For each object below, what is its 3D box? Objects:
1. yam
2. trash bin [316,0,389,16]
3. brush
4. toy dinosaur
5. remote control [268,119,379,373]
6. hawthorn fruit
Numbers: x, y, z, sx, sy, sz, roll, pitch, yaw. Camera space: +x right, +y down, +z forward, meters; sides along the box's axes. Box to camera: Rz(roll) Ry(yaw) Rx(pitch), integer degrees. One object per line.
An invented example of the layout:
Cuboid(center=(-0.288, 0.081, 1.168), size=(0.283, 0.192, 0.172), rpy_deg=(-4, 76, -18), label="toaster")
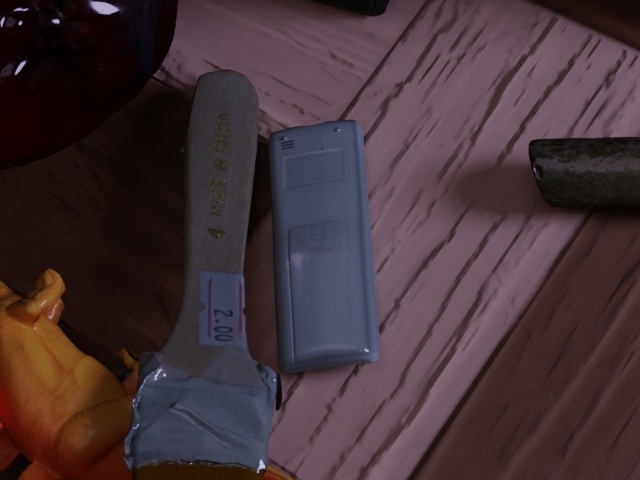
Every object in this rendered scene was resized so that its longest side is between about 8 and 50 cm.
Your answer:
Cuboid(center=(0.168, -0.038, 0.815), size=(0.094, 0.043, 0.043), rpy_deg=(0, 66, 14), label="yam")
Cuboid(center=(0.012, -0.289, 0.924), size=(0.164, 0.122, 0.240), rpy_deg=(20, 69, 20), label="trash bin")
Cuboid(center=(-0.063, 0.029, 0.809), size=(0.085, 0.020, 0.336), rpy_deg=(7, 54, -10), label="brush")
Cuboid(center=(-0.135, 0.104, 0.799), size=(0.288, 0.070, 0.117), rpy_deg=(36, 69, 16), label="toy dinosaur")
Cuboid(center=(0.000, 0.000, 0.841), size=(0.061, 0.029, 0.162), rpy_deg=(-8, 64, 7), label="remote control")
Cuboid(center=(-0.214, -0.179, 0.871), size=(0.266, 0.230, 0.210), rpy_deg=(52, 129, 37), label="hawthorn fruit")
